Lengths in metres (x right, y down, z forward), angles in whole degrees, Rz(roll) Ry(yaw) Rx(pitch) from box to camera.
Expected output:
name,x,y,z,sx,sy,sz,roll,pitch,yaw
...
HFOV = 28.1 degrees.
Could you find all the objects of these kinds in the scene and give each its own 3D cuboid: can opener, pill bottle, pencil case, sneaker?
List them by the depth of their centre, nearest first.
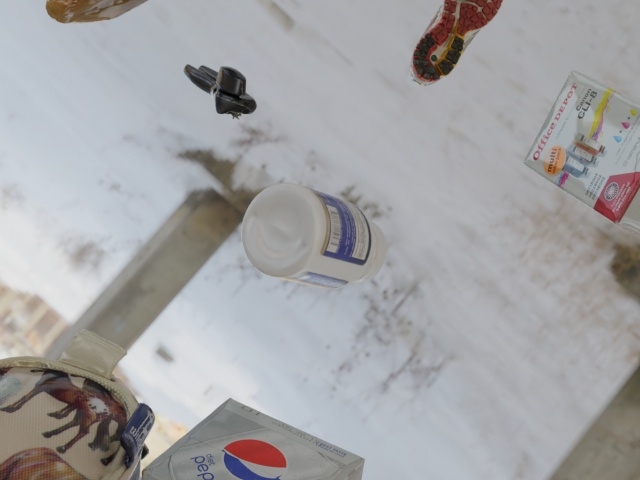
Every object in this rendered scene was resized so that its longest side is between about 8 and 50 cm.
name,x,y,z,sx,sy,sz,roll,pitch,yaw
pencil case,-0.181,0.274,0.950,0.160,0.183,0.410,24,134,34
pill bottle,0.000,0.000,1.531,0.112,0.112,0.187,35,-171,30
can opener,-0.149,-0.230,1.912,0.059,0.073,0.186,12,-167,-32
sneaker,0.208,-0.341,2.051,0.088,0.225,0.093,39,166,-3

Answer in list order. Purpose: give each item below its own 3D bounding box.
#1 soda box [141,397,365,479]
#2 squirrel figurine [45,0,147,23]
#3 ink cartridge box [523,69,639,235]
name,x,y,z,sx,sy,sz,roll,pitch,yaw
soda box,-0.052,0.245,0.772,0.098,0.091,0.286,21,121,23
squirrel figurine,-0.306,-0.552,1.901,0.370,0.281,0.397,52,-149,13
ink cartridge box,0.343,-0.091,1.433,0.127,0.128,0.176,18,-166,-35
